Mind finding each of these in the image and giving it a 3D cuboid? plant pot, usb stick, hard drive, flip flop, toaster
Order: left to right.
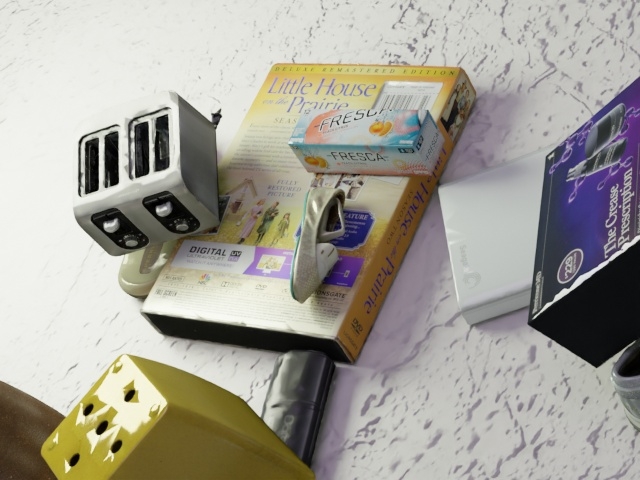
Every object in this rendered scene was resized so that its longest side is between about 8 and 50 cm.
[{"bbox_3d":[-0.410,0.244,1.867,0.215,0.230,0.215,-16,46,18],"label":"plant pot"},{"bbox_3d":[-0.219,-0.092,2.025,0.168,0.110,0.185,-16,59,20],"label":"toaster"},{"bbox_3d":[-0.216,-0.050,2.114,0.112,0.080,0.277,-6,51,27],"label":"flip flop"},{"bbox_3d":[-0.173,0.247,1.709,0.212,0.187,0.212,-50,34,-2],"label":"plant pot"},{"bbox_3d":[-0.044,0.244,1.784,0.077,0.045,0.278,-2,52,24],"label":"usb stick"},{"bbox_3d":[0.296,-0.035,1.827,0.307,0.040,0.203,-19,46,14],"label":"hard drive"}]

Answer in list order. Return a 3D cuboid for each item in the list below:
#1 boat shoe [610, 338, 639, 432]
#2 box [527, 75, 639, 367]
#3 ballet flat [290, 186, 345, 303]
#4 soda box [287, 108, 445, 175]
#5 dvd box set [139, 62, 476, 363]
[{"bbox_3d":[0.431,0.070,1.609,0.320,0.103,0.118,-38,44,-3],"label":"boat shoe"},{"bbox_3d":[0.315,-0.028,1.628,0.184,0.103,0.261,-46,21,41],"label":"box"},{"bbox_3d":[0.000,0.000,1.874,0.052,0.057,0.168,-4,52,16],"label":"ballet flat"},{"bbox_3d":[0.055,-0.121,1.936,0.183,0.063,0.058,3,56,32],"label":"soda box"},{"bbox_3d":[-0.013,-0.049,2.007,0.308,0.062,0.420,5,56,34],"label":"dvd box set"}]
